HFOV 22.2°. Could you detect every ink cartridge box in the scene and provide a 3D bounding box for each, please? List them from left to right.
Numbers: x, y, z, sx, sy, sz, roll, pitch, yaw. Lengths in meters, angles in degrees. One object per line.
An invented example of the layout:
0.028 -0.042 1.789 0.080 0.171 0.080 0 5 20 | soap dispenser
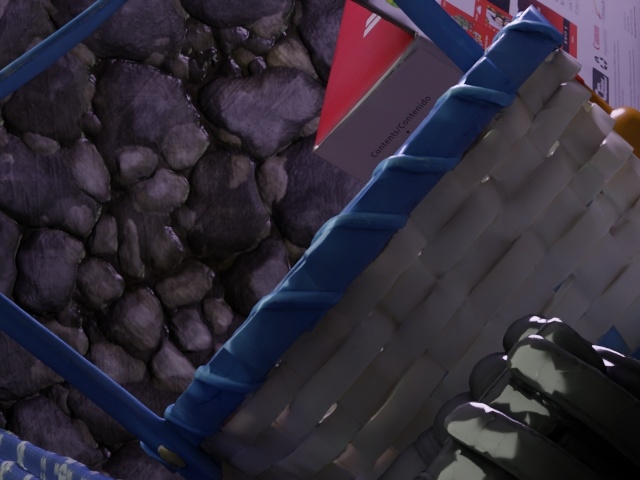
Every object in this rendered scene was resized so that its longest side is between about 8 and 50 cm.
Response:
0.101 -0.163 1.205 0.130 0.272 0.309 -46 20 37 | ink cartridge box

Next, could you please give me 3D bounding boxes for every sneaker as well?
0.037 0.099 0.424 0.147 0.104 0.296 -52 -5 17 | sneaker

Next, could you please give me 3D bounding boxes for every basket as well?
0.000 0.000 0.687 0.255 0.289 0.201 -44 2 -25 | basket

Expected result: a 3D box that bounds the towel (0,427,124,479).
-0.155 0.183 0.609 0.336 0.040 0.243 10 80 57 | towel

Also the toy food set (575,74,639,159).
0.140 -0.019 0.997 0.111 0.104 0.232 -47 1 -8 | toy food set
